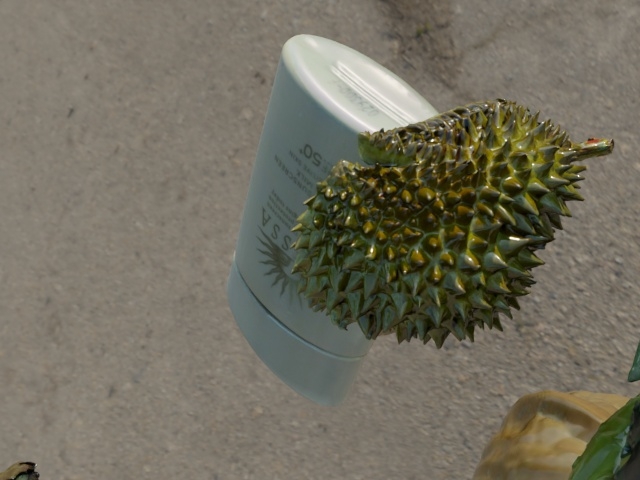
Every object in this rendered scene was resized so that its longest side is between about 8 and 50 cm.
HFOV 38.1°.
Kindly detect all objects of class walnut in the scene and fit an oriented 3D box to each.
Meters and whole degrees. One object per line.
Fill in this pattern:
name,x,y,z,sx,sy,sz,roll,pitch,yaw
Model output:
walnut,0.249,0.242,0.854,0.261,0.225,0.225,136,141,-65

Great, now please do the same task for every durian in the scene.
durian,0.083,-0.005,0.488,0.208,0.146,0.102,-25,63,-26

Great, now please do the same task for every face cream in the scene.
face cream,0.000,0.000,0.826,0.173,0.081,0.349,41,141,19

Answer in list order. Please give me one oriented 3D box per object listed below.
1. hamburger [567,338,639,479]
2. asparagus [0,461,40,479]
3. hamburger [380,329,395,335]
hamburger,0.210,0.121,0.453,0.235,0.214,0.125,53,146,11
asparagus,-0.116,0.135,0.285,0.030,0.036,0.165,-8,38,10
hamburger,0.106,-0.021,1.331,0.304,0.174,0.284,-54,45,41
